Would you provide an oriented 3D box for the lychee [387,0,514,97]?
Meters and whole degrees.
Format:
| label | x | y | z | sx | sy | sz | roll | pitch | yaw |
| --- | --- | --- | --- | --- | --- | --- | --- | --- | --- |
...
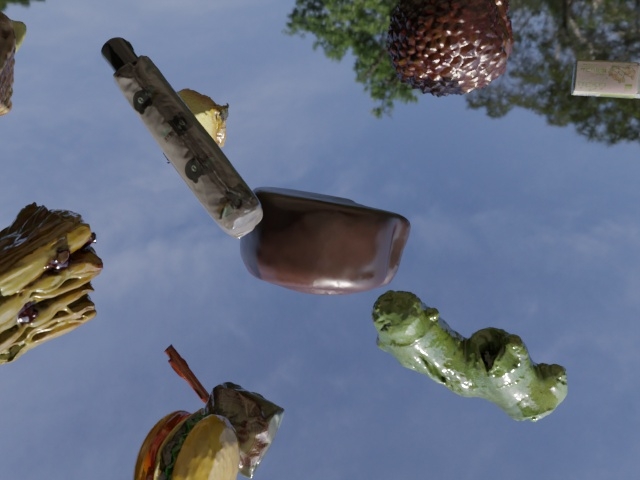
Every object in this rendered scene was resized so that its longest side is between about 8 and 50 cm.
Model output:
| label | x | y | z | sx | sy | sz | roll | pitch | yaw |
| --- | --- | --- | --- | --- | --- | --- | --- | --- | --- |
| lychee | 0.185 | -0.303 | 0.964 | 0.188 | 0.188 | 0.188 | 5 | -137 | -4 |

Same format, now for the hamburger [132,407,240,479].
| label | x | y | z | sx | sy | sz | roll | pitch | yaw |
| --- | --- | --- | --- | --- | --- | --- | --- | --- | --- |
| hamburger | -0.179 | 0.309 | 0.900 | 0.115 | 0.162 | 0.162 | 7 | -139 | 22 |

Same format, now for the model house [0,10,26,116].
| label | x | y | z | sx | sy | sz | roll | pitch | yaw |
| --- | --- | --- | --- | --- | --- | --- | --- | --- | --- |
| model house | -0.457 | -0.278 | 0.758 | 0.261 | 0.266 | 0.321 | -16 | -129 | 17 |

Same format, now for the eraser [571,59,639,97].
| label | x | y | z | sx | sy | sz | roll | pitch | yaw |
| --- | --- | --- | --- | --- | --- | --- | --- | --- | --- |
| eraser | 0.322 | -0.177 | 0.726 | 0.083 | 0.019 | 0.038 | 5 | -93 | 11 |

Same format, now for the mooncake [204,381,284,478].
| label | x | y | z | sx | sy | sz | roll | pitch | yaw |
| --- | --- | --- | --- | --- | --- | --- | --- | --- | --- |
| mooncake | -0.140 | 0.308 | 1.083 | 0.130 | 0.073 | 0.125 | 26 | -90 | 10 |

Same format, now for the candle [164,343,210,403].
| label | x | y | z | sx | sy | sz | roll | pitch | yaw |
| --- | --- | --- | --- | --- | --- | --- | --- | --- | --- |
| candle | -0.216 | 0.253 | 1.150 | 0.026 | 0.021 | 0.167 | -40 | -99 | -8 |

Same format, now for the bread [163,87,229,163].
| label | x | y | z | sx | sy | sz | roll | pitch | yaw |
| --- | --- | --- | --- | --- | --- | --- | --- | --- | --- |
| bread | -0.286 | -0.251 | 1.393 | 0.147 | 0.127 | 0.152 | -27 | -122 | -35 |

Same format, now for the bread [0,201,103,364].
| label | x | y | z | sx | sy | sz | roll | pitch | yaw |
| --- | --- | --- | --- | --- | --- | --- | --- | --- | --- |
| bread | -0.542 | 0.105 | 1.126 | 0.370 | 0.191 | 0.314 | -39 | -153 | -20 |

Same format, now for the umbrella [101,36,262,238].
| label | x | y | z | sx | sy | sz | roll | pitch | yaw |
| --- | --- | --- | --- | --- | --- | --- | --- | --- | --- |
| umbrella | -0.193 | -0.146 | 0.892 | 0.067 | 0.073 | 0.337 | -34 | -105 | -16 |

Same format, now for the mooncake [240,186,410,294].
| label | x | y | z | sx | sy | sz | roll | pitch | yaw |
| --- | --- | --- | --- | --- | --- | --- | --- | --- | --- |
| mooncake | 0.000 | 0.000 | 1.247 | 0.326 | 0.174 | 0.334 | 11 | -175 | 33 |

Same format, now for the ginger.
| label | x | y | z | sx | sy | sz | roll | pitch | yaw |
| --- | --- | --- | --- | --- | --- | --- | --- | --- | --- |
| ginger | 0.198 | 0.153 | 0.890 | 0.290 | 0.137 | 0.089 | 24 | -118 | 0 |
